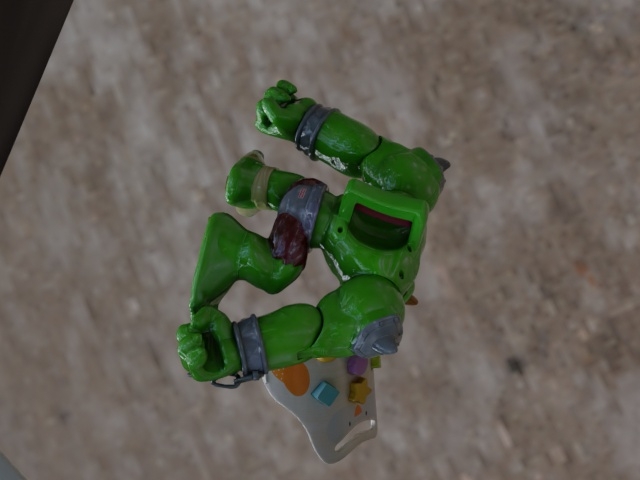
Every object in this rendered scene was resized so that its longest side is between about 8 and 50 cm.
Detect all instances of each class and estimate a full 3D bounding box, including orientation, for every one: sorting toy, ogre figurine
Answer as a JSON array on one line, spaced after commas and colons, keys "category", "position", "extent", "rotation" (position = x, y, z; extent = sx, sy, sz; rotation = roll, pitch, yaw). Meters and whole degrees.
[{"category": "sorting toy", "position": [0.012, 0.087, 1.127], "extent": [0.045, 0.083, 0.075], "rotation": [3, 112, 40]}, {"category": "ogre figurine", "position": [0.000, 0.000, 1.062], "extent": [0.118, 0.197, 0.097], "rotation": [10, 123, 10]}]

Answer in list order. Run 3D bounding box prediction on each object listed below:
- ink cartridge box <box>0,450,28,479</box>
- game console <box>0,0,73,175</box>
[{"category": "ink cartridge box", "position": [-0.169, 0.241, 1.025], "extent": [0.273, 0.114, 0.197], "rotation": [35, 140, 46]}, {"category": "game console", "position": [-0.154, -0.070, 0.479], "extent": [0.060, 0.386, 0.342], "rotation": [22, 97, 15]}]
